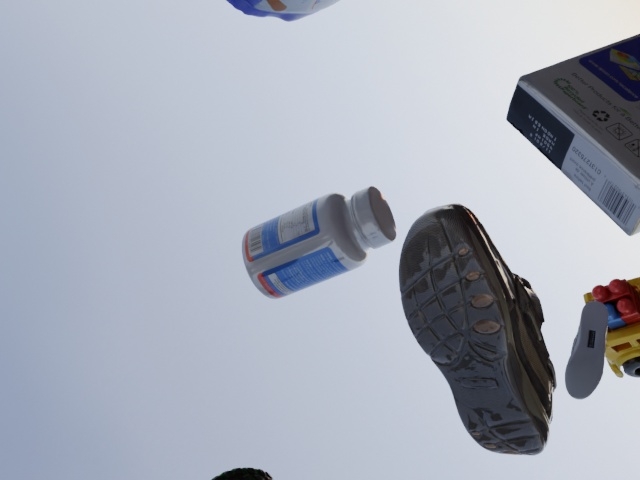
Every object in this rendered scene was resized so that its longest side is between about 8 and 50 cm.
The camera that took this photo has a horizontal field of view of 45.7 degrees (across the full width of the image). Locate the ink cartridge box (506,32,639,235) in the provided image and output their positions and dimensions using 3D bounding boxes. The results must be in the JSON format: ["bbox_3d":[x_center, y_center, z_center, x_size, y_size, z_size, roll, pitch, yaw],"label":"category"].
[{"bbox_3d":[0.385,-0.144,0.756,0.370,0.069,0.176,-24,-124,-20],"label":"ink cartridge box"}]

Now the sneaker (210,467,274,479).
[{"bbox_3d":[-0.218,0.502,1.297,0.343,0.146,0.134,-23,-102,-30],"label":"sneaker"}]

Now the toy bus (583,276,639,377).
[{"bbox_3d":[0.572,0.123,1.322,0.211,0.220,0.150,38,-140,-40],"label":"toy bus"}]

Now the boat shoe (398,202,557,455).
[{"bbox_3d":[0.199,0.101,0.931,0.130,0.132,0.356,-49,-54,-44],"label":"boat shoe"}]

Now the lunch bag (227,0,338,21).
[{"bbox_3d":[0.068,-0.411,0.738,0.239,0.327,0.386,43,-131,-16],"label":"lunch bag"}]

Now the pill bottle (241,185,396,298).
[{"bbox_3d":[0.000,0.000,1.171,0.124,0.221,0.124,48,-150,-40],"label":"pill bottle"}]

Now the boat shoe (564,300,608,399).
[{"bbox_3d":[0.270,0.112,0.768,0.035,0.035,0.100,33,-113,-66],"label":"boat shoe"}]
